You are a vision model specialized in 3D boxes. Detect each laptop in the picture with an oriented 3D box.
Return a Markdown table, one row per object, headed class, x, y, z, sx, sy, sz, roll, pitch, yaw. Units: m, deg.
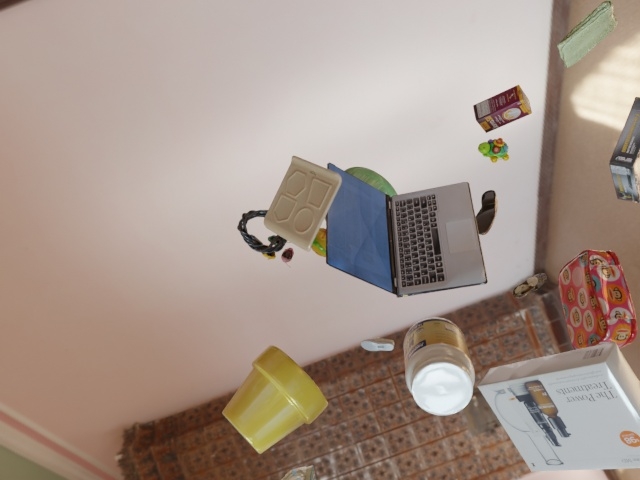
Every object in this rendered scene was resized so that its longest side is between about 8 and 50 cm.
| class | x | y | z | sx | sy | sz | roll | pitch | yaw |
| --- | --- | --- | --- | --- | --- | --- | --- | --- | --- |
| laptop | 0.245 | -0.058 | 1.607 | 0.236 | 0.407 | 0.382 | 61 | -156 | -50 |

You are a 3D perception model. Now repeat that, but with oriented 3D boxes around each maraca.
| class | x | y | z | sx | sy | sz | roll | pitch | yaw |
| --- | --- | --- | --- | --- | --- | --- | --- | --- | --- |
| maraca | 0.000 | 0.000 | 2.071 | 0.185 | 0.099 | 0.127 | 30 | -153 | -44 |

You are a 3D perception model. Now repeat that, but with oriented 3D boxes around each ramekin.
| class | x | y | z | sx | sy | sz | roll | pitch | yaw |
| --- | --- | --- | --- | --- | --- | --- | --- | --- | --- |
| ramekin | 0.150 | -0.119 | 2.122 | 0.303 | 0.148 | 0.304 | 27 | 141 | 24 |

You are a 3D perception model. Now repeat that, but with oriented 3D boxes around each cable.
| class | x | y | z | sx | sy | sz | roll | pitch | yaw |
| --- | --- | --- | --- | --- | --- | --- | --- | --- | --- |
| cable | -0.196 | -0.030 | 1.840 | 0.047 | 0.184 | 0.151 | -12 | 83 | 55 |

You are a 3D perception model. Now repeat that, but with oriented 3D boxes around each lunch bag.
| class | x | y | z | sx | sy | sz | roll | pitch | yaw |
| --- | --- | --- | --- | --- | --- | --- | --- | --- | --- |
| lunch bag | 0.820 | 0.197 | 1.662 | 0.258 | 0.120 | 0.293 | 100 | 171 | -63 |

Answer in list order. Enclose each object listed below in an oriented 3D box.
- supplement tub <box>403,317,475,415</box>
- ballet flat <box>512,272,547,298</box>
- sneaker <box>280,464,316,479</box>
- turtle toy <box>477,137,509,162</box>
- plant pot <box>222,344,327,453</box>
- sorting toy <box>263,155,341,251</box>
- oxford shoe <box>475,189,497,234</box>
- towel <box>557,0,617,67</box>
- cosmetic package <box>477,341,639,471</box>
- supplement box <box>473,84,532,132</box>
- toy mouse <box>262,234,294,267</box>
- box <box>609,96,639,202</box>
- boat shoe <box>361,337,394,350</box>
| class | x | y | z | sx | sy | sz | roll | pitch | yaw |
| --- | --- | --- | --- | --- | --- | --- | --- | --- | --- |
| supplement tub | 0.402 | 0.425 | 1.873 | 0.316 | 0.228 | 0.229 | -68 | -41 | -72 |
| ballet flat | 0.618 | 0.134 | 1.622 | 0.041 | 0.114 | 0.041 | 31 | -147 | -24 |
| sneaker | -0.066 | 0.681 | 1.461 | 0.228 | 0.092 | 0.088 | 20 | -123 | -83 |
| turtle toy | 0.648 | -0.344 | 2.045 | 0.066 | 0.130 | 0.095 | 95 | 160 | -48 |
| plant pot | -0.146 | 0.480 | 1.608 | 0.254 | 0.239 | 0.254 | 40 | 159 | 19 |
| sorting toy | -0.046 | -0.096 | 1.404 | 0.193 | 0.209 | 0.038 | 28 | -172 | 42 |
| oxford shoe | 0.639 | -0.092 | 2.071 | 0.076 | 0.076 | 0.212 | 54 | -132 | -35 |
| towel | 0.636 | -0.488 | 1.301 | 0.110 | 0.148 | 0.027 | 20 | -147 | -52 |
| cosmetic package | 0.633 | 0.436 | 1.388 | 0.285 | 0.097 | 0.377 | 56 | 139 | -1 |
| supplement box | 0.704 | -0.508 | 2.118 | 0.104 | 0.188 | 0.081 | 29 | -130 | -44 |
| toy mouse | -0.140 | 0.032 | 1.900 | 0.161 | 0.143 | 0.031 | 42 | 135 | 17 |
| box | 0.799 | -0.222 | 1.381 | 0.056 | 0.183 | 0.231 | 19 | 173 | 37 |
| boat shoe | 0.172 | 0.308 | 1.643 | 0.035 | 0.100 | 0.035 | -59 | -36 | -61 |
